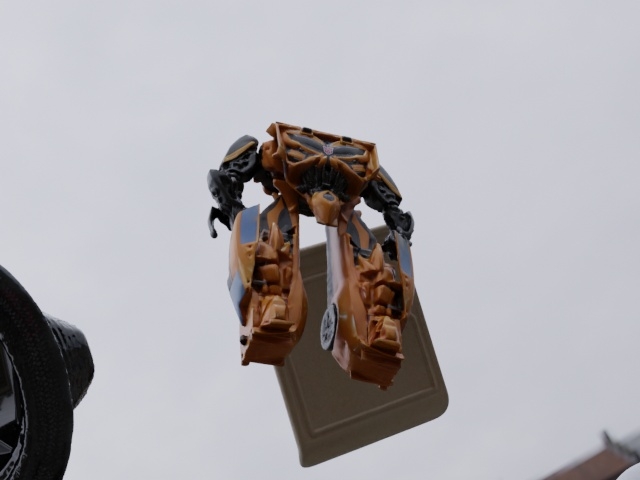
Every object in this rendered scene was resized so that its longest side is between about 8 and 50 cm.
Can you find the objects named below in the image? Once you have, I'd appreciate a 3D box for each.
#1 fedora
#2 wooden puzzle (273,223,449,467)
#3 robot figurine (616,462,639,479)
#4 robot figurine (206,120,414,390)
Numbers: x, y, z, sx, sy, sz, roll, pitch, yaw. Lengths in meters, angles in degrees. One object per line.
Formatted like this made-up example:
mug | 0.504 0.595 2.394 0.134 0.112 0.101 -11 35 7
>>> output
fedora | -0.330 0.130 1.564 0.334 0.334 0.152 -47 -14 28
wooden puzzle | 0.031 0.116 1.923 0.221 0.238 0.044 -16 3 -36
robot figurine | 0.430 0.311 1.753 0.278 0.209 0.173 -2 15 13
robot figurine | 0.000 0.000 1.581 0.211 0.291 0.085 11 -43 -15
